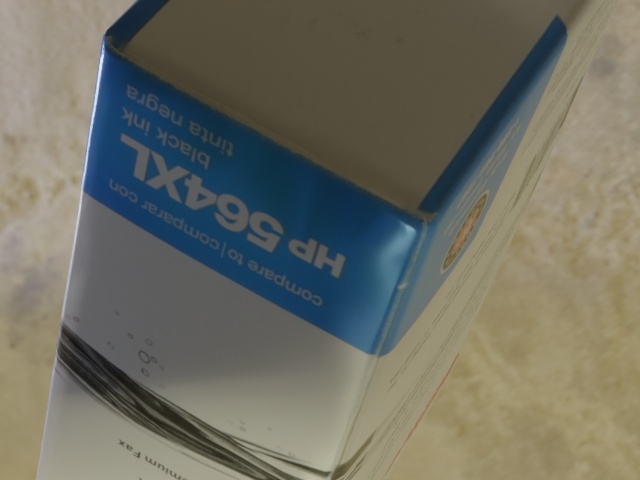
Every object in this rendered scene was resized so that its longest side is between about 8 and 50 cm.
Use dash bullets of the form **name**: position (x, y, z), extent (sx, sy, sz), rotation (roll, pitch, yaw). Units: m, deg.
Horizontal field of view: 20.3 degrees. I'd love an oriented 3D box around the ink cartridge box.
- **ink cartridge box**: position (0.000, 0.000, 0.480), extent (0.086, 0.148, 0.203), rotation (28, 137, 9)
